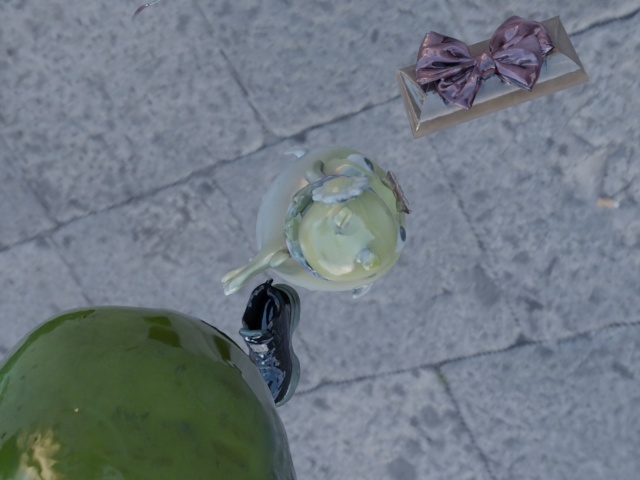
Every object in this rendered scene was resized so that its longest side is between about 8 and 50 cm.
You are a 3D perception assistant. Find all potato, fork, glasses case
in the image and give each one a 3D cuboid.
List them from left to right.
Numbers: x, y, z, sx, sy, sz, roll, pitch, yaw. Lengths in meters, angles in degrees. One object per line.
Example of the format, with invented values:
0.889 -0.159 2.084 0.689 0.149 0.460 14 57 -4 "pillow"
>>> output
-0.107 0.183 0.563 0.216 0.216 0.304 -5 74 32 "potato"
-0.287 -0.424 1.990 0.115 0.016 0.012 -30 91 3 "fork"
0.174 -0.185 1.167 0.194 0.070 0.102 -18 89 3 "glasses case"

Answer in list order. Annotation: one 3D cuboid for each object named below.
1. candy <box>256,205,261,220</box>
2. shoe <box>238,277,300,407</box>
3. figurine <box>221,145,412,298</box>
-0.051 -0.055 1.988 0.106 0.199 0.094 5 109 24 "candy"
-0.072 0.126 1.432 0.071 0.169 0.099 -3 161 20 "shoe"
0.000 0.000 1.414 0.275 0.394 0.226 -32 97 -6 "figurine"
